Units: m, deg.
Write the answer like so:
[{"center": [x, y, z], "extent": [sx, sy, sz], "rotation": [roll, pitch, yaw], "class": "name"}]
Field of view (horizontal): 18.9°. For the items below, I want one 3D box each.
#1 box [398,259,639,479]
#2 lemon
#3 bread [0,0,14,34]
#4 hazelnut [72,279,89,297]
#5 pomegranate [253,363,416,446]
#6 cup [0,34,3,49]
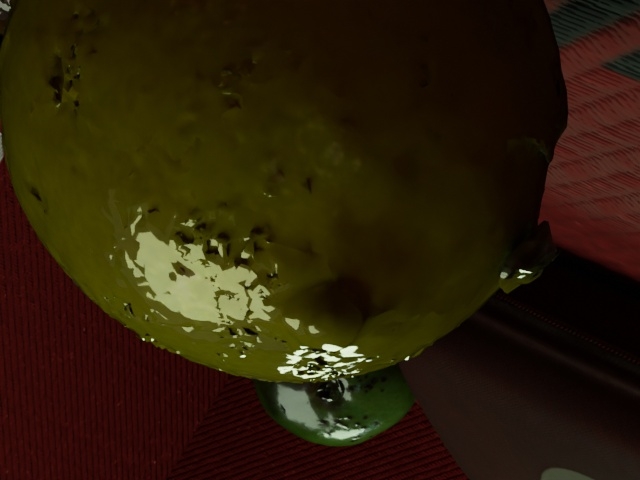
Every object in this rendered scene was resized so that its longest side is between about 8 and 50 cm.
[{"center": [0.214, 0.141, 1.146], "extent": [0.404, 0.108, 0.263], "rotation": [25, 156, 45], "class": "box"}, {"center": [-0.015, -0.046, 0.618], "extent": [0.206, 0.173, 0.173], "rotation": [44, -176, 41], "class": "lemon"}, {"center": [-0.072, -0.106, 0.871], "extent": [0.124, 0.084, 0.344], "rotation": [5, -164, -46], "class": "bread"}, {"center": [-0.156, -0.015, 1.765], "extent": [0.182, 0.182, 0.182], "rotation": [31, 175, 3], "class": "hazelnut"}, {"center": [0.017, 0.106, 1.943], "extent": [0.181, 0.181, 0.224], "rotation": [33, -166, -11], "class": "pomegranate"}, {"center": [-0.239, -0.180, 1.182], "extent": [0.099, 0.136, 0.133], "rotation": [-9, -155, -40], "class": "cup"}]
